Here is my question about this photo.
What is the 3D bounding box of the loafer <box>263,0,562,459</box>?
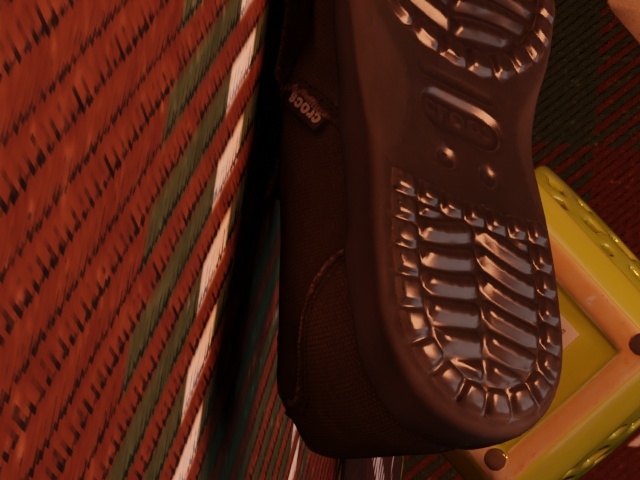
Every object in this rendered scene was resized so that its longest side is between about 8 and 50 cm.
[{"bbox_3d":[0.022,-0.058,0.761,0.130,0.134,0.366,-36,-143,40],"label":"loafer"}]

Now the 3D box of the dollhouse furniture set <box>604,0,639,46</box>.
[{"bbox_3d":[0.156,-0.256,0.930,0.259,0.135,0.262,47,15,-14],"label":"dollhouse furniture set"}]

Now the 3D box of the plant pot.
[{"bbox_3d":[0.163,0.083,1.311,0.228,0.227,0.207,-43,170,7],"label":"plant pot"}]
